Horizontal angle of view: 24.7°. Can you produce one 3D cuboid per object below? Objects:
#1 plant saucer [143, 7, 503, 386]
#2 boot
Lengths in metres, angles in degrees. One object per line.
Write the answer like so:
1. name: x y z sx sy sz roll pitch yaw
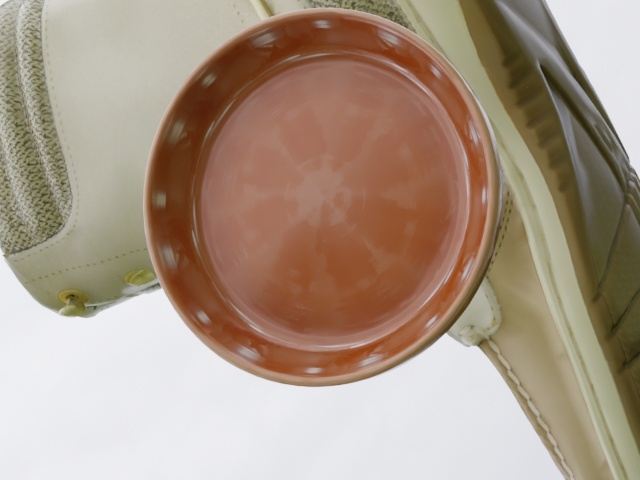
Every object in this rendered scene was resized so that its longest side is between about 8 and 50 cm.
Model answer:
1. plant saucer: 0.000 -0.009 0.325 0.083 0.083 0.013 -63 -20 6
2. boot: 0.000 0.000 0.512 0.262 0.203 0.095 62 -152 -9
